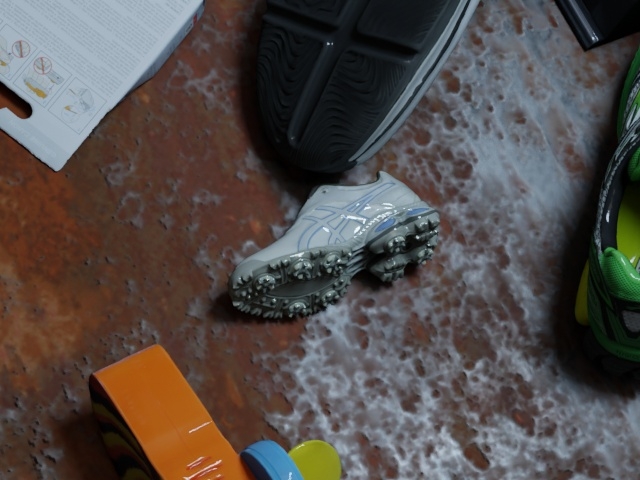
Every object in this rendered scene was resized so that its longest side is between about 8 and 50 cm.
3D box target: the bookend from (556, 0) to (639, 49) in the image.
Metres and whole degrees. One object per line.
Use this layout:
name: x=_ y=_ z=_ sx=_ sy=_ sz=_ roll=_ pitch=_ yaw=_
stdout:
bookend: x=0.294 y=-0.245 z=1.355 sx=0.157 sy=0.156 sz=0.072 roll=-22 pitch=75 yaw=-23

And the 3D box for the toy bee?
toy bee: x=-0.065 y=0.217 z=1.065 sx=0.195 sy=0.162 sz=0.298 roll=-8 pitch=44 yaw=-11

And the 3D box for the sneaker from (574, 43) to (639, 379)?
sneaker: x=0.290 y=-0.069 z=1.258 sx=0.134 sy=0.146 sz=0.343 roll=13 pitch=65 yaw=10

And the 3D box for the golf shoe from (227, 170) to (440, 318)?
golf shoe: x=0.000 y=0.000 z=1.222 sx=0.176 sy=0.069 sz=0.086 roll=-18 pitch=53 yaw=-26

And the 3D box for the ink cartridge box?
ink cartridge box: x=-0.196 y=-0.158 z=1.246 sx=0.145 sy=0.045 sz=0.179 roll=38 pitch=80 yaw=1

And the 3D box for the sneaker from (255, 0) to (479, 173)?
sneaker: x=0.134 y=-0.232 z=1.296 sx=0.169 sy=0.257 sz=0.447 roll=26 pitch=90 yaw=38
